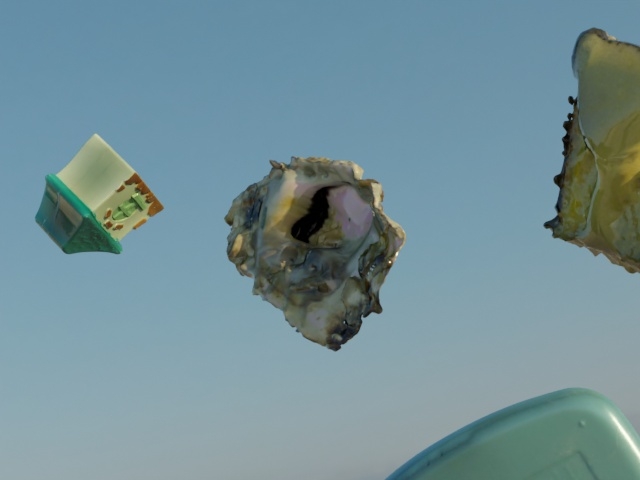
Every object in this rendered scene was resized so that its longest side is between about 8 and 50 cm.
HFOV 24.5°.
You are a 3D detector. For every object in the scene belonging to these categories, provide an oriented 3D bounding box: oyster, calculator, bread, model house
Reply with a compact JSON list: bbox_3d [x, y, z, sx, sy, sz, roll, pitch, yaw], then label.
[{"bbox_3d":[0.003,-0.002,1.756,0.107,0.201,0.354,13,13,-38],"label":"oyster"},{"bbox_3d":[0.201,0.316,1.552,0.386,0.256,0.054,-33,-7,20],"label":"calculator"},{"bbox_3d":[0.375,-0.096,1.658,0.163,0.262,0.204,-3,20,-34],"label":"bread"},{"bbox_3d":[-0.313,-0.048,2.033,0.149,0.100,0.127,-43,-29,-5],"label":"model house"}]
